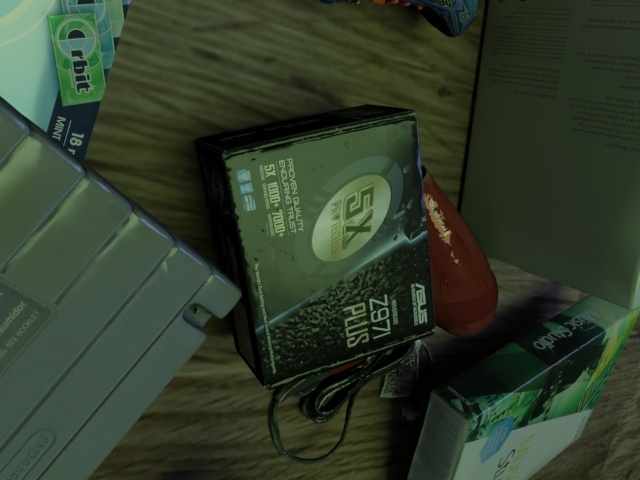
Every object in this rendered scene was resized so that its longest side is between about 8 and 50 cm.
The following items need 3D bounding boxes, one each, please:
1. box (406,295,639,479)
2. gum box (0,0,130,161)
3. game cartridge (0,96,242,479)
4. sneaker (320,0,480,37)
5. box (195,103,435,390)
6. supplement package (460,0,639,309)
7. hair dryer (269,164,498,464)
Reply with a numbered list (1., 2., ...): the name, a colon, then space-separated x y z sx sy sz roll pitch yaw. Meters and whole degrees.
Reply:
1. box: 0.230 0.204 0.774 0.322 0.058 0.232 -21 133 -36
2. gum box: -0.202 -0.124 0.355 0.184 0.041 0.157 12 100 -40
3. game cartridge: -0.234 0.103 0.382 0.355 0.068 0.230 -50 130 -6
4. sneaker: 0.032 -0.209 0.499 0.221 0.083 0.087 23 105 -36
5. box: 0.000 0.000 0.509 0.147 0.077 0.180 -14 109 -21
6. supplement package: 0.284 -0.104 0.648 0.198 0.199 0.263 -9 112 -37
7. hair dryer: 0.078 0.075 0.630 0.223 0.080 0.294 -2 107 -38
